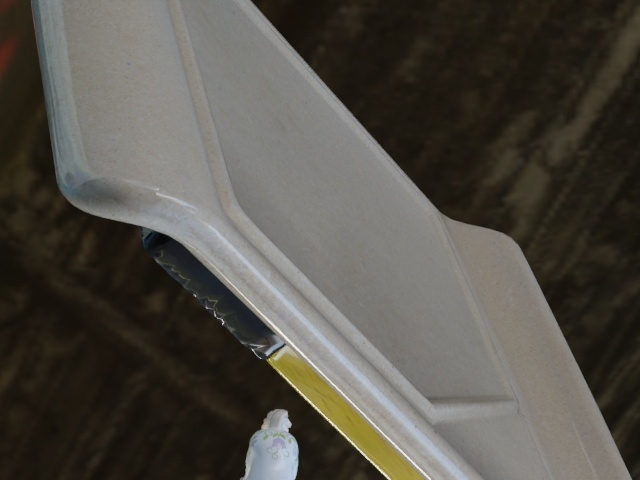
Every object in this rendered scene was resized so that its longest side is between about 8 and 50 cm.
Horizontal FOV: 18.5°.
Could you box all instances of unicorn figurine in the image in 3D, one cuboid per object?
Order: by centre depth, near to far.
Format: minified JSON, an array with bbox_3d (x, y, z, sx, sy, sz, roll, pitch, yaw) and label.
[{"bbox_3d":[-0.029,0.175,1.271,0.162,0.060,0.111,-108,-152,-42],"label":"unicorn figurine"}]

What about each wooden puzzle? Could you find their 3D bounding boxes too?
[{"bbox_3d":[0.000,0.000,0.597,0.044,0.221,0.239,-40,-58,15],"label":"wooden puzzle"}]
